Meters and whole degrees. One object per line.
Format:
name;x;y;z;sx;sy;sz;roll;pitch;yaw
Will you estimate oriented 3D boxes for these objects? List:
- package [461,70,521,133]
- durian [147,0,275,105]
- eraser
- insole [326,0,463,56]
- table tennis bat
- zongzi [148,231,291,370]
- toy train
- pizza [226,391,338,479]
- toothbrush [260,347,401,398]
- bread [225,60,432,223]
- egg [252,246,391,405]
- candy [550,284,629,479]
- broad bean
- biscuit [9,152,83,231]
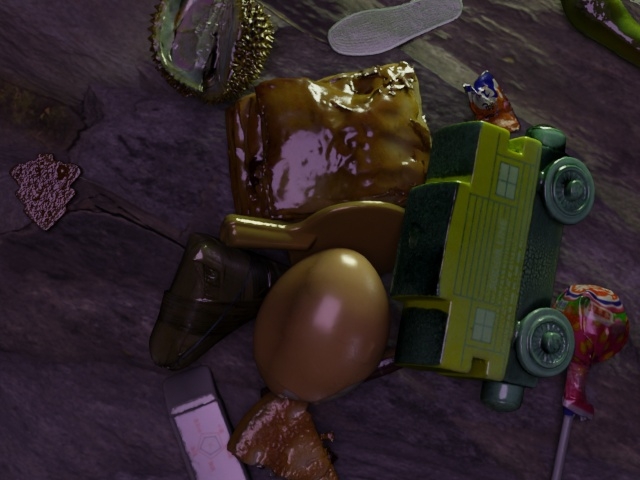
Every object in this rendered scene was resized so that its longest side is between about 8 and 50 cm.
package;0.270;-0.214;1.955;0.077;0.033;0.110;-28;98;-24
durian;-0.163;-0.331;1.930;0.193;0.138;0.237;34;87;11
eraser;-0.155;0.370;1.895;0.089;0.061;0.351;-20;84;-1
insole;0.124;-0.356;1.988;0.232;0.003;0.080;-18;84;0
table tennis bat;0.000;0.000;1.839;0.321;0.198;0.050;6;52;-24
zongzi;-0.136;0.119;1.915;0.242;0.112;0.221;19;105;-27
toy train;0.250;0.025;1.805;0.272;0.179;0.442;15;80;-27
pizza;-0.040;0.322;1.885;0.154;0.069;0.194;-47;106;-15
toothbrush;0.080;0.201;1.915;0.364;0.041;0.040;-17;84;0
bread;0.012;-0.131;1.887;0.325;0.167;0.277;-8;84;2
egg;0.006;0.125;1.815;0.201;0.201;0.244;20;113;4
candy;0.391;0.249;1.878;0.124;0.124;0.365;10;93;3
broad bean;0.486;-0.338;1.946;0.325;0.075;0.067;36;42;4
biscuit;-0.448;-0.079;1.972;0.120;0.019;0.129;1;84;2
